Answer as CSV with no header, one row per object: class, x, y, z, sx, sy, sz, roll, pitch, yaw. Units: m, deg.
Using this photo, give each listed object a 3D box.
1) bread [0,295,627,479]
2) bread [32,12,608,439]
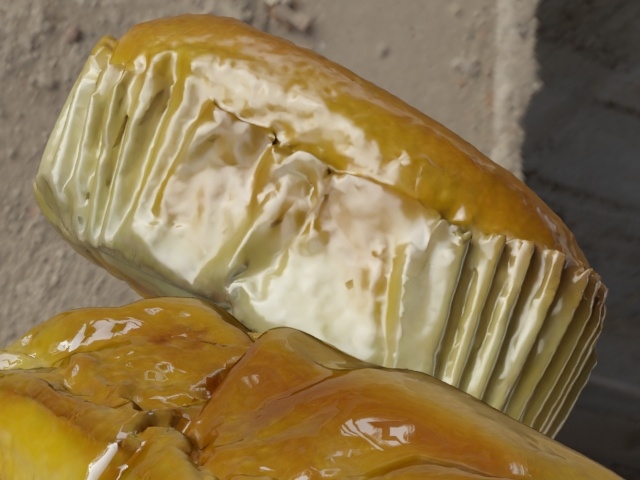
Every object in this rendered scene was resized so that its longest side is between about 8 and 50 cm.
bread,0.008,0.118,0.379,0.132,0.294,0.166,5,99,-42
bread,0.000,-0.003,0.956,0.389,0.236,0.183,29,79,11
